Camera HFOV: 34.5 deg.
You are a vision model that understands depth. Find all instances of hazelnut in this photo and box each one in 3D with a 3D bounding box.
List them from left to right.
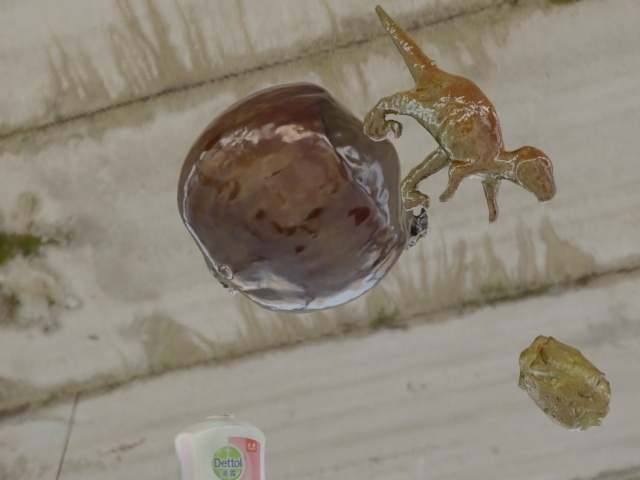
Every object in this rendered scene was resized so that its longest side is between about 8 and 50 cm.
[{"bbox_3d":[-0.022,-0.033,1.003,0.218,0.218,0.234,-35,-73,20],"label":"hazelnut"}]

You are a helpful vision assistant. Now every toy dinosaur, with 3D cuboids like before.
[{"bbox_3d":[0.080,-0.086,0.614,0.039,0.162,0.126,4,-13,-40],"label":"toy dinosaur"}]

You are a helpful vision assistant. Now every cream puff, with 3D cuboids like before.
[{"bbox_3d":[0.203,0.116,0.851,0.083,0.058,0.083,28,-34,33],"label":"cream puff"}]

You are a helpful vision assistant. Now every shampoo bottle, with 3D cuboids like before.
[{"bbox_3d":[-0.071,0.174,0.744,0.072,0.099,0.043,9,-20,-34],"label":"shampoo bottle"}]

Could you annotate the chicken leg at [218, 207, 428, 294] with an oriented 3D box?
[{"bbox_3d":[0.000,0.000,1.171,0.253,0.051,0.106,-13,-41,-3],"label":"chicken leg"}]
